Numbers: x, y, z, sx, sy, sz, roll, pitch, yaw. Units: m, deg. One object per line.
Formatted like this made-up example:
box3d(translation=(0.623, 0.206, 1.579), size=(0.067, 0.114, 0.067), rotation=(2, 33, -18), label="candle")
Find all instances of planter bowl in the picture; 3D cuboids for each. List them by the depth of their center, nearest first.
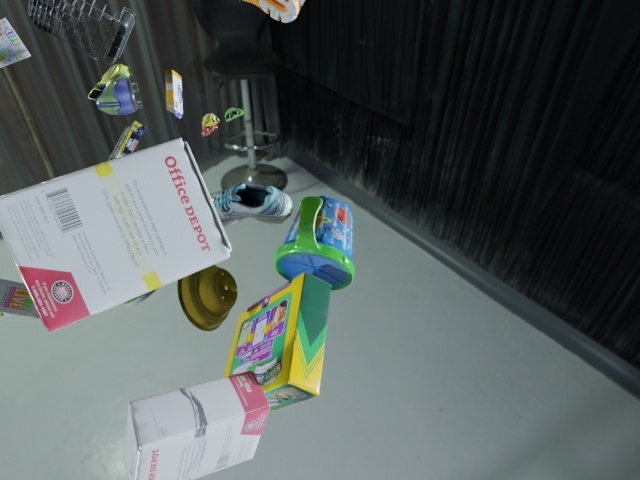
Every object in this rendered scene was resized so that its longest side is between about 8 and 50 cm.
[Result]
box3d(translation=(-0.303, 0.145, 1.282), size=(0.090, 0.217, 0.217), rotation=(-18, 36, 22), label="planter bowl")

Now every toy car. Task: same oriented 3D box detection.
box3d(translation=(-0.480, -0.593, 2.151), size=(0.225, 0.053, 0.239), rotation=(-29, 7, -14), label="toy car")

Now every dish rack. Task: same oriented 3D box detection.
box3d(translation=(-0.739, -0.680, 1.371), size=(0.271, 0.208, 0.074), rotation=(22, 53, -31), label="dish rack")

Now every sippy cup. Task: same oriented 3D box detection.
box3d(translation=(0.000, 0.000, 1.317), size=(0.240, 0.305, 0.224), rotation=(24, 57, -16), label="sippy cup")

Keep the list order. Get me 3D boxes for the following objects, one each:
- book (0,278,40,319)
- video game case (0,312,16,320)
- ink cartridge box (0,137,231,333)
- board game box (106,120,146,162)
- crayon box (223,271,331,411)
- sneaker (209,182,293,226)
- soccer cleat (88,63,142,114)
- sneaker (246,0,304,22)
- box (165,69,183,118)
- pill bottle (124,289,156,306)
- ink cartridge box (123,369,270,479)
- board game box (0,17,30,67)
box3d(translation=(-0.912, 0.176, 1.342), size=(0.144, 0.035, 0.096), rotation=(12, 70, -9), label="book")
box3d(translation=(-1.068, 0.202, 1.695), size=(0.244, 0.061, 0.269), rotation=(-14, 16, 33), label="video game case")
box3d(translation=(-0.424, -0.016, 0.960), size=(0.384, 0.279, 0.160), rotation=(-23, 3, -16), label="ink cartridge box")
box3d(translation=(-0.729, -0.353, 1.662), size=(0.141, 0.048, 0.170), rotation=(4, 68, 55), label="board game box")
box3d(translation=(-0.132, 0.303, 1.245), size=(0.106, 0.363, 0.313), rotation=(29, 48, -26), label="crayon box")
box3d(translation=(-0.221, -0.110, 1.176), size=(0.282, 0.122, 0.110), rotation=(-3, 69, 15), label="sneaker")
box3d(translation=(-0.554, -0.404, 1.174), size=(0.121, 0.093, 0.289), rotation=(-16, 36, -22), label="soccer cleat")
box3d(translation=(-0.121, -0.501, 0.841), size=(0.214, 0.084, 0.083), rotation=(34, 63, -5), label="sneaker")
box3d(translation=(-0.459, -0.455, 1.394), size=(0.028, 0.136, 0.081), rotation=(1, 5, 1), label="box")
box3d(translation=(-0.562, 0.052, 1.231), size=(0.136, 0.246, 0.136), rotation=(-28, 23, 13), label="pill bottle")
box3d(translation=(-0.278, 0.427, 0.989), size=(0.283, 0.207, 0.117), rotation=(-4, 37, -34), label="ink cartridge box")
box3d(translation=(-1.068, -0.665, 1.491), size=(0.103, 0.026, 0.154), rotation=(-34, 82, -20), label="board game box")
